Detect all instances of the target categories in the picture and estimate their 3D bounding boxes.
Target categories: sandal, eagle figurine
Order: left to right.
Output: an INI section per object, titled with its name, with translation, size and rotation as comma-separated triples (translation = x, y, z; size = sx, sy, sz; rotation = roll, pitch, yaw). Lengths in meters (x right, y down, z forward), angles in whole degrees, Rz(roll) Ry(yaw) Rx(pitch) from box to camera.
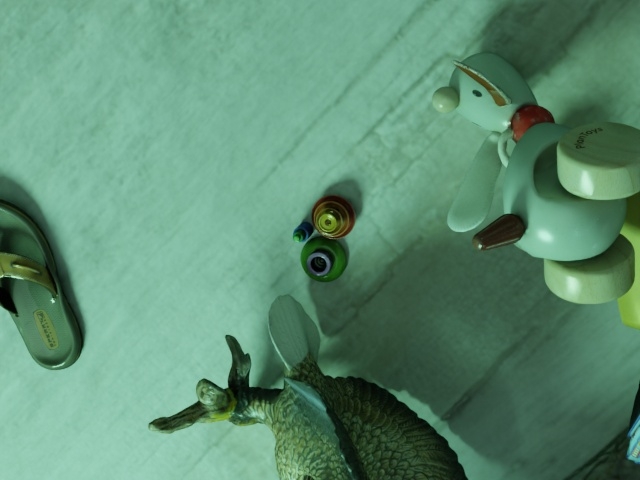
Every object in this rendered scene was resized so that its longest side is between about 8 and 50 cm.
[sandal]
translation = -0.341, 0.052, 1.812
size = 0.090, 0.060, 0.219
rotation = -19, 99, 18
[eagle figurine]
translation = 0.011, 0.223, 1.687
size = 0.298, 0.226, 0.225
rotation = 22, 142, 28

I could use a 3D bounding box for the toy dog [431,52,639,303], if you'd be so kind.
[toy dog]
translation = 0.173, -0.062, 1.495
size = 0.161, 0.333, 0.220
rotation = -11, 103, -16

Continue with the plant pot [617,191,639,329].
[plant pot]
translation = 0.382, -0.012, 1.536
size = 0.187, 0.212, 0.212
rotation = -7, 103, 29

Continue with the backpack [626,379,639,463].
[backpack]
translation = 0.406, 0.176, 1.598
size = 0.173, 0.117, 0.158
rotation = 19, 152, 3

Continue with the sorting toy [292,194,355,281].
[sorting toy]
translation = 0.000, 0.000, 1.718
size = 0.061, 0.042, 0.102
rotation = 17, 108, 10
